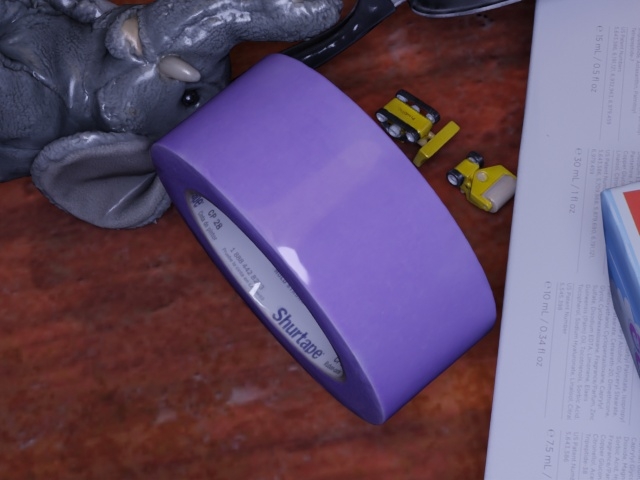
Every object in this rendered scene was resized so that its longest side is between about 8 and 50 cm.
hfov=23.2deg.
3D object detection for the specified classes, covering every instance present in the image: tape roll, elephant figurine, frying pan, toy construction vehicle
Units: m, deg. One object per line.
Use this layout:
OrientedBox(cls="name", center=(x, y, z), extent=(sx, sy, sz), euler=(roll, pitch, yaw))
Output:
OrientedBox(cls="tape roll", center=(0.000, 0.000, 0.817), extent=(0.080, 0.189, 0.189), euler=(-40, 64, -12))
OrientedBox(cls="elephant figurine", center=(-0.132, -0.087, 0.912), extent=(0.239, 0.186, 0.169), euler=(7, 98, -16))
OrientedBox(cls="frying pan", center=(0.084, -0.175, 0.947), extent=(0.326, 0.053, 0.197), euler=(-13, 24, 31))
OrientedBox(cls="toy construction vehicle", center=(0.060, -0.032, 0.916), extent=(0.098, 0.035, 0.086), euler=(34, 61, 20))

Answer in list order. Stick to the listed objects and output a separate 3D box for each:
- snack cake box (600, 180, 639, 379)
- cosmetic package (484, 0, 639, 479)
OrientedBox(cls="snack cake box", center=(0.224, 0.077, 0.649), extent=(0.152, 0.089, 0.264), euler=(-13, 43, 3))
OrientedBox(cls="cosmetic package", center=(0.239, 0.047, 0.808), extent=(0.284, 0.097, 0.377), euler=(4, 63, 13))
